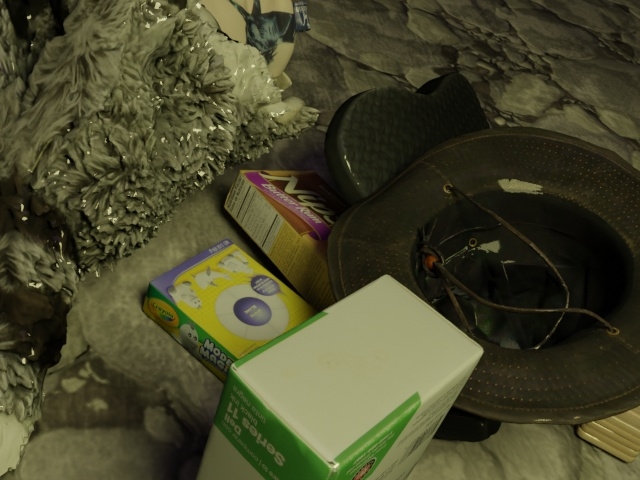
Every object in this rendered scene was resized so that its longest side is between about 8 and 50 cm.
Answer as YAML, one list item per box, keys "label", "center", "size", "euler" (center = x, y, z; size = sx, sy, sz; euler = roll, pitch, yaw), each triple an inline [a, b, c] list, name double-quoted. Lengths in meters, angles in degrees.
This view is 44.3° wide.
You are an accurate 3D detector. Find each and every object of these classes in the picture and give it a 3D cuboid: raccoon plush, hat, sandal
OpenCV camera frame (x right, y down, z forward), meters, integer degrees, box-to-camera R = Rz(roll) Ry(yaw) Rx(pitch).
- label: "raccoon plush"
  center: [-0.171, -0.023, 0.684]
  size: [0.216, 0.446, 0.299]
  euler: [13, -10, 32]
- label: "hat"
  center: [0.172, 0.050, 0.683]
  size: [0.331, 0.134, 0.331]
  euler: [-2, 44, 2]
- label: "sandal"
  center: [0.100, -0.095, 0.920]
  size: [0.446, 0.107, 0.167]
  euler: [-31, 99, -61]

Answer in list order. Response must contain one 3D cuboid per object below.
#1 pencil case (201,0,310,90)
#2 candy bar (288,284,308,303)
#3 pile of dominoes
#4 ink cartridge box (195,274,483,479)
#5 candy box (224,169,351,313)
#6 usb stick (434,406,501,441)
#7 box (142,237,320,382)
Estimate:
- label: "pencil case"
  center: [-0.197, -0.220, 0.884]
  size: [0.410, 0.160, 0.183]
  euler: [-28, 85, -44]
- label: "candy bar"
  center: [0.036, 0.085, 0.756]
  size: [0.161, 0.018, 0.040]
  euler: [34, 38, 14]
- label: "pile of dominoes"
  center: [0.310, 0.130, 0.843]
  size: [0.196, 0.040, 0.251]
  euler: [27, 30, 10]
- label: "ink cartridge box"
  center: [-0.002, 0.145, 0.516]
  size: [0.087, 0.208, 0.153]
  euler: [38, 40, 24]
- label: "candy box"
  center: [0.000, 0.000, 0.791]
  size: [0.109, 0.053, 0.186]
  euler: [-5, 42, -44]
- label: "usb stick"
  center: [0.166, 0.092, 0.780]
  size: [0.077, 0.045, 0.278]
  euler: [4, 32, 23]
- label: "box"
  center: [-0.058, 0.081, 0.696]
  size: [0.179, 0.043, 0.105]
  euler: [38, 42, 17]
